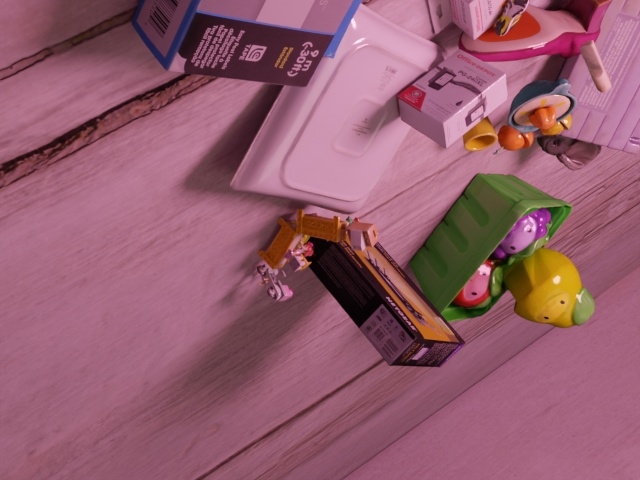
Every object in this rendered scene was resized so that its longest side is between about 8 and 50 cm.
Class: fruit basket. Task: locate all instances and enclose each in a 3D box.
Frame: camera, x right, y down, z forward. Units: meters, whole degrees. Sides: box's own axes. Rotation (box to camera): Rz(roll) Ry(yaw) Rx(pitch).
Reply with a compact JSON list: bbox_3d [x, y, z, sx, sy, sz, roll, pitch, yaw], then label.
[{"bbox_3d":[0.447,0.070,2.189,0.283,0.392,0.392,-3,135,-51],"label":"fruit basket"}]

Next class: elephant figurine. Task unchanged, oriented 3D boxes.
[{"bbox_3d":[0.553,-0.244,2.125,0.239,0.186,0.169,-31,-163,3],"label":"elephant figurine"}]

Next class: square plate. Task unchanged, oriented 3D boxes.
[{"bbox_3d":[0.051,-0.197,1.562,0.347,0.049,0.344,9,117,-54],"label":"square plate"}]

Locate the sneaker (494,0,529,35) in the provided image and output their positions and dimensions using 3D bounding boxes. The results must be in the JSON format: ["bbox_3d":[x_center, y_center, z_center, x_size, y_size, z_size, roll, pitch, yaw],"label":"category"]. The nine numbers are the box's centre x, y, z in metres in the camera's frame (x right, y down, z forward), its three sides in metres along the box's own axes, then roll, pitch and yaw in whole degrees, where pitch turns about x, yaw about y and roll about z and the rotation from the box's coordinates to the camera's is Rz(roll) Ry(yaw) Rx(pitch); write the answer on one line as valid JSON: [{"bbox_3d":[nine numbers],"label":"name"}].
[{"bbox_3d":[0.320,-0.379,1.586,0.083,0.031,0.035,-52,169,34],"label":"sneaker"}]

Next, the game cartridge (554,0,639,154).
[{"bbox_3d":[0.616,-0.360,1.937,0.230,0.068,0.355,15,121,-9],"label":"game cartridge"}]

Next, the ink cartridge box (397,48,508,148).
[{"bbox_3d":[0.220,-0.237,1.577,0.150,0.109,0.063,-39,143,-18],"label":"ink cartridge box"}]

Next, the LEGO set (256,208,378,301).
[{"bbox_3d":[0.000,0.000,1.759,0.287,0.132,0.107,-32,168,36],"label":"LEGO set"}]

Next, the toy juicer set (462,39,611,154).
[{"bbox_3d":[0.452,-0.250,1.857,0.209,0.089,0.329,11,148,-43],"label":"toy juicer set"}]

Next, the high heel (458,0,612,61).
[{"bbox_3d":[0.381,-0.353,1.743,0.377,0.127,0.181,-20,153,-27],"label":"high heel"}]

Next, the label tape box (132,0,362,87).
[{"bbox_3d":[-0.032,-0.329,1.215,0.348,0.115,0.249,0,133,-43],"label":"label tape box"}]

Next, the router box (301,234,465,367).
[{"bbox_3d":[0.122,0.113,1.890,0.081,0.309,0.243,-48,153,16],"label":"router box"}]

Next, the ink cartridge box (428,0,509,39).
[{"bbox_3d":[0.270,-0.407,1.573,0.181,0.061,0.104,-39,154,-4],"label":"ink cartridge box"}]
